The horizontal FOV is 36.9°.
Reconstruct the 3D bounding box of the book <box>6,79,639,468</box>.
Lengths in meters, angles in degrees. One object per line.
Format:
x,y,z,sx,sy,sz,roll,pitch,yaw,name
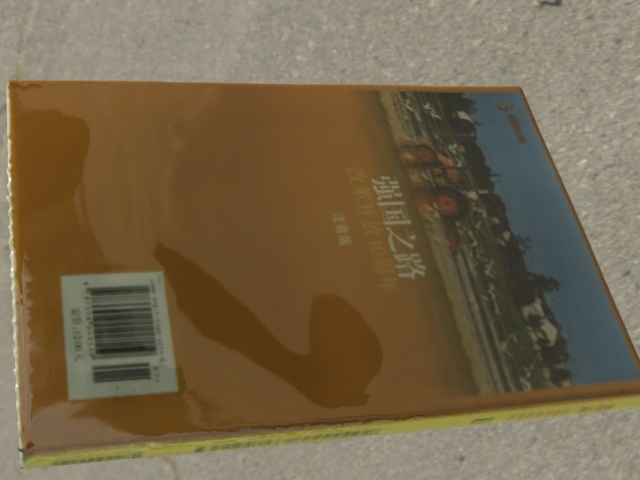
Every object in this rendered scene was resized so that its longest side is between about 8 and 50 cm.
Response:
0.000,0.000,0.604,0.028,0.374,0.262,111,152,-50,book
